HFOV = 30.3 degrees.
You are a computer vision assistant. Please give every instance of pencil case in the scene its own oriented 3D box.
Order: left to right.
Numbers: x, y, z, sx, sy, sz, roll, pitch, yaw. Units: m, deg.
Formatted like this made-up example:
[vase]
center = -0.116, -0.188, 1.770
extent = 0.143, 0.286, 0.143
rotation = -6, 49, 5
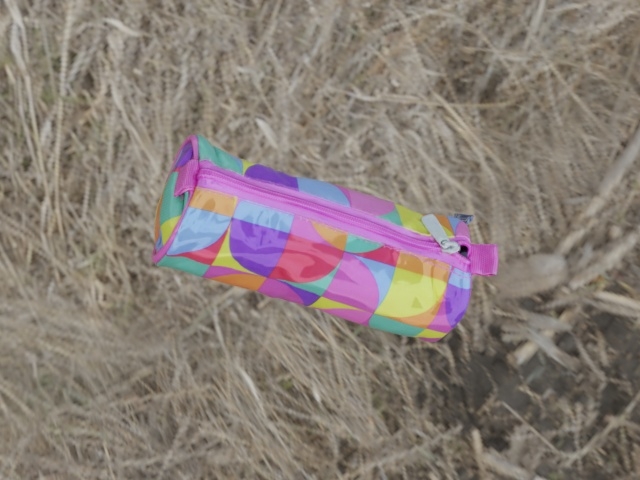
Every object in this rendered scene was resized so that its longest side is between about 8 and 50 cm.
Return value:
[pencil case]
center = 0.000, 0.000, 0.843
extent = 0.236, 0.104, 0.104
rotation = 14, 102, -15
